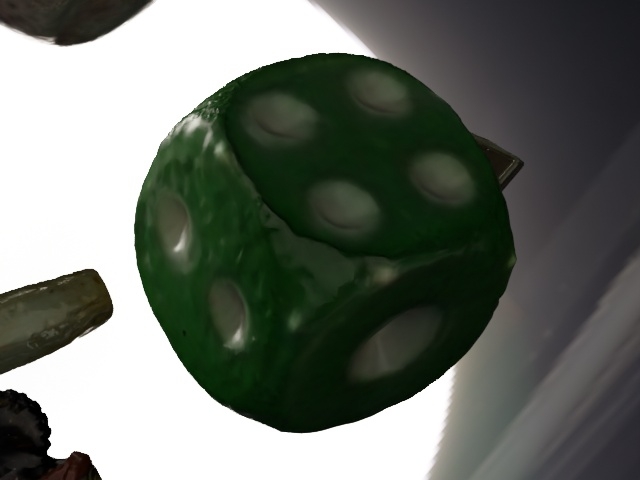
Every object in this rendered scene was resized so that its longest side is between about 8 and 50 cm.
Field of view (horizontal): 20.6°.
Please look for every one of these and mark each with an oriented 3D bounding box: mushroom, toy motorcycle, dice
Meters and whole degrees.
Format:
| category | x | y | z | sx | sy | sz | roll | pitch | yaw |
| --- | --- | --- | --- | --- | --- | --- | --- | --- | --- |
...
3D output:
| category | x | y | z | sx | sy | sz | roll | pitch | yaw |
| --- | --- | --- | --- | --- | --- | --- | --- | --- | --- |
| mushroom | -0.346 | 0.108 | 1.551 | 0.333 | 0.087 | 0.107 | -22 | -173 | -24 |
| toy motorcycle | -0.298 | 0.346 | 1.702 | 0.134 | 0.207 | 0.401 | -52 | 166 | -72 |
| dice | 0.000 | 0.000 | 1.803 | 0.300 | 0.297 | 0.287 | 56 | -34 | 28 |

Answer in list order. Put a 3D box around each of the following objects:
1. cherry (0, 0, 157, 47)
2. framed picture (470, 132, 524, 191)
| category | x | y | z | sx | sy | sz | roll | pitch | yaw |
| --- | --- | --- | --- | --- | --- | --- | --- | --- | --- |
| cherry | -0.291 | -0.367 | 2.057 | 0.335 | 0.291 | 0.326 | -51 | -165 | 55 |
| framed picture | 0.098 | -0.082 | 2.185 | 0.260 | 0.023 | 0.189 | 29 | -111 | 34 |
